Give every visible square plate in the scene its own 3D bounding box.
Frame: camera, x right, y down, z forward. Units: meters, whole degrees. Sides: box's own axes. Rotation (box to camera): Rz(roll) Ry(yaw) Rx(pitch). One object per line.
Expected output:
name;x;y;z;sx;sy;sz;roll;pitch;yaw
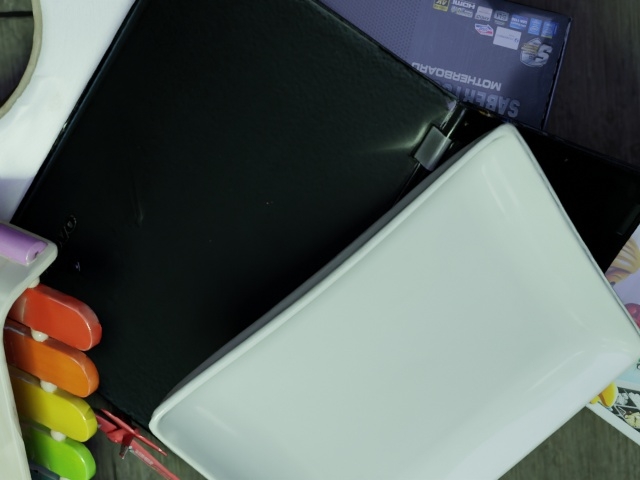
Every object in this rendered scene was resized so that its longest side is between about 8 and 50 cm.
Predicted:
square plate;0.071;0.103;1.391;0.347;0.049;0.344;-39;137;0

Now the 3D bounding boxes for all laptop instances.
laptop;0.000;0.000;1.465;0.408;0.236;0.382;16;115;-41

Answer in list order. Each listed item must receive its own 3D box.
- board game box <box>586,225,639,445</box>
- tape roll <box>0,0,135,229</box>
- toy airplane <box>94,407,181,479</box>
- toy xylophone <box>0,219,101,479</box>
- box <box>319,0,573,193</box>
board game box;0.337;0.100;1.569;0.305;0.053;0.193;36;96;-10
tape roll;-0.330;-0.183;1.439;0.392;0.072;0.392;-1;105;-5
toy airplane;-0.171;0.164;1.489;0.151;0.151;0.028;38;84;-10
toy xylophone;-0.282;0.120;1.443;0.236;0.081;0.322;27;133;28
box;0.082;-0.133;1.502;0.233;0.059;0.183;14;100;-7
